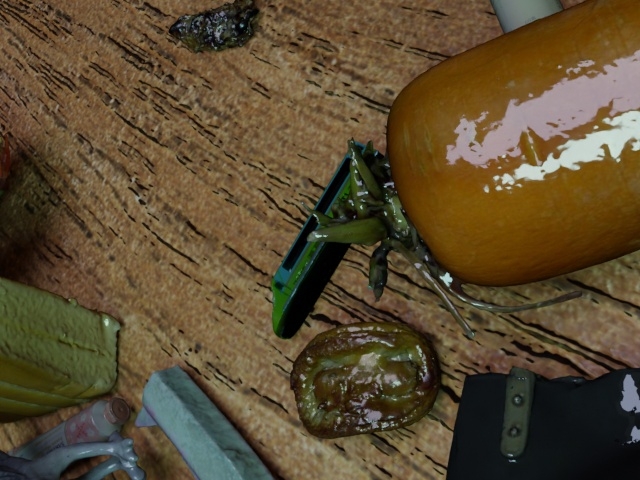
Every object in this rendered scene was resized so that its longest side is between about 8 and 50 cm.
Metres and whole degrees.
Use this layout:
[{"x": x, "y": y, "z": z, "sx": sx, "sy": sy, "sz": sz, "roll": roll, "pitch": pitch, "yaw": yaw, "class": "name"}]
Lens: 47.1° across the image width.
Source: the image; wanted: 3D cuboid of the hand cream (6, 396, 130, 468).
[{"x": -0.300, "y": 0.237, "z": 0.846, "sx": 0.209, "sy": 0.043, "sz": 0.067, "roll": -34, "pitch": 60, "yaw": 23, "class": "hand cream"}]

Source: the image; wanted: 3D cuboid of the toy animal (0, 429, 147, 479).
[{"x": -0.274, "y": 0.244, "z": 0.715, "sx": 0.206, "sy": 0.081, "sz": 0.367, "roll": -21, "pitch": 29, "yaw": -13, "class": "toy animal"}]

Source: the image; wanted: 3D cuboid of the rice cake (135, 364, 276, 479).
[{"x": -0.095, "y": 0.231, "z": 0.714, "sx": 0.290, "sy": 0.051, "sz": 0.081, "roll": 39, "pitch": 104, "yaw": 39, "class": "rice cake"}]

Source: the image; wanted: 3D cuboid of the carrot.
[{"x": 0.160, "y": -0.059, "z": 0.580, "sx": 0.331, "sy": 0.214, "sz": 0.193, "roll": -16, "pitch": 20, "yaw": 23, "class": "carrot"}]

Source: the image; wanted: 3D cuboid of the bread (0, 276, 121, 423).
[{"x": -0.388, "y": 0.122, "z": 0.817, "sx": 0.239, "sy": 0.246, "sz": 0.111, "roll": -18, "pitch": 60, "yaw": 25, "class": "bread"}]

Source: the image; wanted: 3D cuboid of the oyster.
[{"x": -0.139, "y": -0.276, "z": 0.953, "sx": 0.132, "sy": 0.029, "sz": 0.086, "roll": -25, "pitch": 60, "yaw": 20, "class": "oyster"}]

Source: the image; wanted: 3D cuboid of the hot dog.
[{"x": 0.034, "y": 0.126, "z": 0.664, "sx": 0.147, "sy": 0.065, "sz": 0.099, "roll": -12, "pitch": 75, "yaw": 26, "class": "hot dog"}]

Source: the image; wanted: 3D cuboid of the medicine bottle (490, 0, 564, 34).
[{"x": 0.187, "y": -0.269, "z": 0.727, "sx": 0.059, "sy": 0.059, "sz": 0.231, "roll": -25, "pitch": 60, "yaw": 22, "class": "medicine bottle"}]

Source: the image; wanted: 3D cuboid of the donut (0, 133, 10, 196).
[{"x": -0.557, "y": -0.019, "z": 0.951, "sx": 0.382, "sy": 0.142, "sz": 0.382, "roll": -46, "pitch": 12, "yaw": 13, "class": "donut"}]

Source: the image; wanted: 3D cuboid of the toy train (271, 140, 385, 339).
[{"x": 0.000, "y": 0.000, "z": 0.746, "sx": 0.042, "sy": 0.044, "sz": 0.209, "roll": 30, "pitch": 89, "yaw": 36, "class": "toy train"}]

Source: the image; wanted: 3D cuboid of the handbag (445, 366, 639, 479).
[{"x": 0.223, "y": 0.200, "z": 0.475, "sx": 0.342, "sy": 0.152, "sz": 0.288, "roll": -18, "pitch": 51, "yaw": 25, "class": "handbag"}]
